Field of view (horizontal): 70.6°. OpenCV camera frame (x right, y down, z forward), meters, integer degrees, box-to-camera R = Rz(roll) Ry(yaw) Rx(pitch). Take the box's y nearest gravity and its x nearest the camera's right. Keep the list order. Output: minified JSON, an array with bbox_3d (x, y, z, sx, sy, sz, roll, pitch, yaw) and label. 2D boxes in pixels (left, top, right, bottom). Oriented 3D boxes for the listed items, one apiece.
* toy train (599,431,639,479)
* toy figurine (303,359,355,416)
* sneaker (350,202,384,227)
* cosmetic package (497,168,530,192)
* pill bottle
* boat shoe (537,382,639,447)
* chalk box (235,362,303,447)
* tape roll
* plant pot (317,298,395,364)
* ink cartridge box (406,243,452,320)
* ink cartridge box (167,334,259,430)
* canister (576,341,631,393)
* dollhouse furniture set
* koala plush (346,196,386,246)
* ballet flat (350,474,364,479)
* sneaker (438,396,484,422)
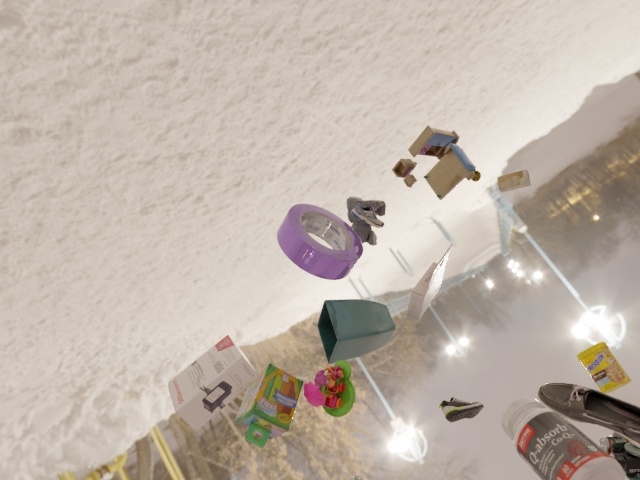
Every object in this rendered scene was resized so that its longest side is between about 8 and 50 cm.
[{"bbox_3d":[1.154,0.733,1.557,0.333,0.142,0.190,-5,-176,6],"label":"toy train"},{"bbox_3d":[0.017,0.441,1.366,0.130,0.173,0.159,4,163,36],"label":"toy figurine"},{"bbox_3d":[0.177,-0.089,1.601,0.058,0.135,0.052,-60,-158,15],"label":"sneaker"},{"bbox_3d":[0.768,-0.236,1.796,0.115,0.060,0.041,-15,157,32],"label":"cosmetic package"},{"bbox_3d":[0.794,0.707,1.523,0.210,0.210,0.363,-33,-160,-4],"label":"pill bottle"},{"bbox_3d":[0.776,0.457,1.232,0.112,0.335,0.096,-37,132,-38],"label":"boat shoe"},{"bbox_3d":[-0.162,0.514,1.381,0.132,0.132,0.213,-44,-161,43],"label":"chalk box"},{"bbox_3d":[0.000,0.000,1.459,0.274,0.275,0.090,-15,143,-52],"label":"tape roll"},{"bbox_3d":[0.131,0.308,1.597,0.234,0.166,0.166,-5,139,-18],"label":"plant pot"},{"bbox_3d":[0.476,0.168,1.969,0.296,0.066,0.261,-37,141,-51],"label":"ink cartridge box"},{"bbox_3d":[-0.330,0.427,1.378,0.237,0.100,0.172,-39,-154,-14],"label":"ink cartridge box"},{"bbox_3d":[1.151,0.518,1.836,0.073,0.170,0.126,17,129,-37],"label":"canister"},{"bbox_3d":[0.518,-0.286,1.909,0.198,0.303,0.286,-3,144,-40],"label":"dollhouse furniture set"},{"bbox_3d":[0.194,-0.086,2.149,0.203,0.196,0.222,-26,125,-71],"label":"koala plush"},{"bbox_3d":[0.094,0.739,1.310,0.213,0.068,0.072,24,86,-66],"label":"ballet flat"},{"bbox_3d":[0.611,0.712,1.956,0.234,0.097,0.084,6,123,-34],"label":"sneaker"}]
